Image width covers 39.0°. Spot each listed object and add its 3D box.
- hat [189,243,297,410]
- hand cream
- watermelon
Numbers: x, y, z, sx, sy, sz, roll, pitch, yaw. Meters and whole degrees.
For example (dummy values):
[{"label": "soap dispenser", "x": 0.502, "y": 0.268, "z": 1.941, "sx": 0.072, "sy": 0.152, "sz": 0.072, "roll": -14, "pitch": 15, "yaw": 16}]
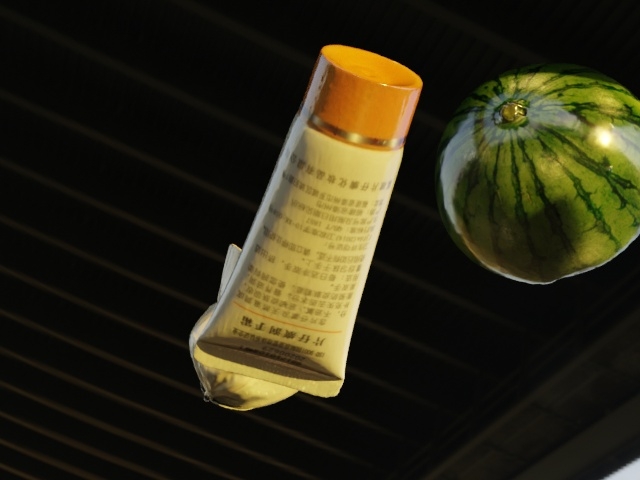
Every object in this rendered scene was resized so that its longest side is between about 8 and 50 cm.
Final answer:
[{"label": "hat", "x": -0.132, "y": 0.137, "z": 1.428, "sx": 0.219, "sy": 0.164, "sz": 0.226, "roll": 28, "pitch": -41, "yaw": 35}, {"label": "hand cream", "x": 0.000, "y": 0.000, "z": 0.762, "sx": 0.139, "sy": 0.089, "sz": 0.314, "roll": 19, "pitch": -67, "yaw": -8}, {"label": "watermelon", "x": 0.293, "y": -0.109, "z": 1.262, "sx": 0.330, "sy": 0.331, "sz": 0.189, "roll": -19, "pitch": -27, "yaw": 35}]
